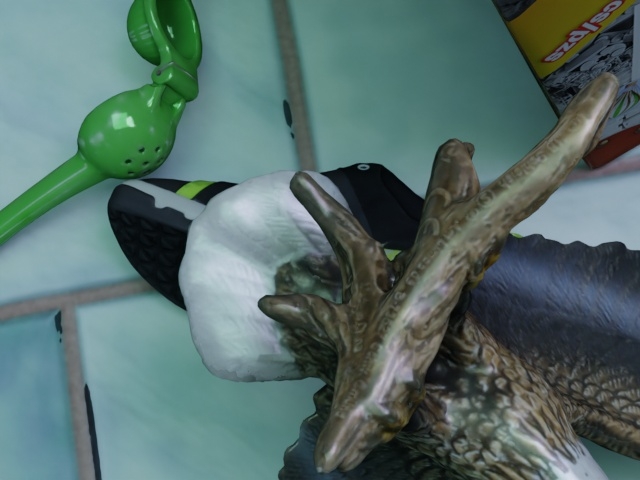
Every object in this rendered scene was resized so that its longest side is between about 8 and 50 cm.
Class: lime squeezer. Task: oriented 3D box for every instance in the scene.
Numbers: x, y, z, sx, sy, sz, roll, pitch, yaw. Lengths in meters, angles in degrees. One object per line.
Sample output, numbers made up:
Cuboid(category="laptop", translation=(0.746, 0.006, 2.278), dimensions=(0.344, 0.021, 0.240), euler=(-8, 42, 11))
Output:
Cuboid(category="lime squeezer", translation=(-0.112, -0.102, 0.865), dimensions=(0.110, 0.059, 0.310), euler=(20, 85, 49))

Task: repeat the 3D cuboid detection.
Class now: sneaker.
Cuboid(category="sneaker", translation=(0.000, 0.000, 0.834), dimensions=(0.235, 0.084, 0.097), euler=(16, 53, 11))

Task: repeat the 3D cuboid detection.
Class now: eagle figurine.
Cuboid(category="eagle figurine", translation=(0.087, 0.089, 0.701), dimensions=(0.226, 0.298, 0.225), euler=(-18, 59, 19))

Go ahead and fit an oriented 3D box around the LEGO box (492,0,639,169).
Cuboid(category="LEGO box", translation=(0.271, -0.270, 0.659), dimensions=(0.500, 0.372, 0.193), euler=(-30, 73, 11))
